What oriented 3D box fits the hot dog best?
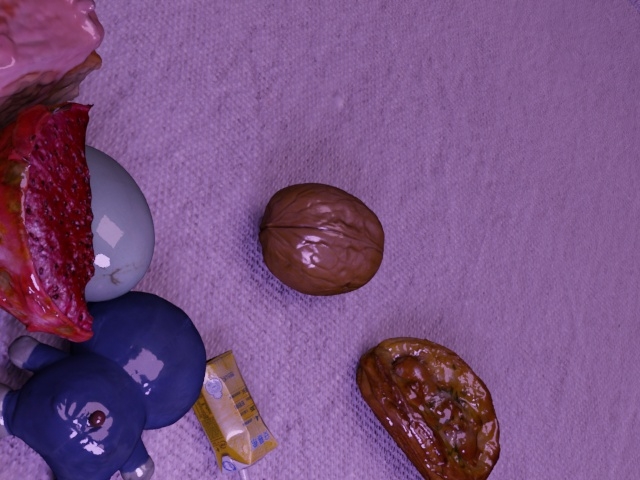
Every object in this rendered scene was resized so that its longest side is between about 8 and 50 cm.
[{"bbox_3d":[0.173,0.268,1.468,0.272,0.122,0.196,56,45,-8],"label":"hot dog"}]

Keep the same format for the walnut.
[{"bbox_3d":[0.000,0.000,1.414,0.207,0.167,0.167,17,58,-38],"label":"walnut"}]

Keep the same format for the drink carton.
[{"bbox_3d":[-0.113,0.251,1.241,0.084,0.074,0.200,-24,86,-55],"label":"drink carton"}]

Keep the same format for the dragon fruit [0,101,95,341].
[{"bbox_3d":[-0.346,-0.018,0.988,0.134,0.211,0.262,18,63,-64],"label":"dragon fruit"}]

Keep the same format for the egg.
[{"bbox_3d":[-0.291,-0.023,1.130,0.168,0.168,0.231,-6,42,-44],"label":"egg"}]

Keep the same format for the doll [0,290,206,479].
[{"bbox_3d":[-0.250,0.169,1.119,0.228,0.154,0.258,48,38,-8],"label":"doll"}]

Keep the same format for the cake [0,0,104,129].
[{"bbox_3d":[-0.446,-0.235,1.029,0.314,0.293,0.307,54,41,2],"label":"cake"}]
